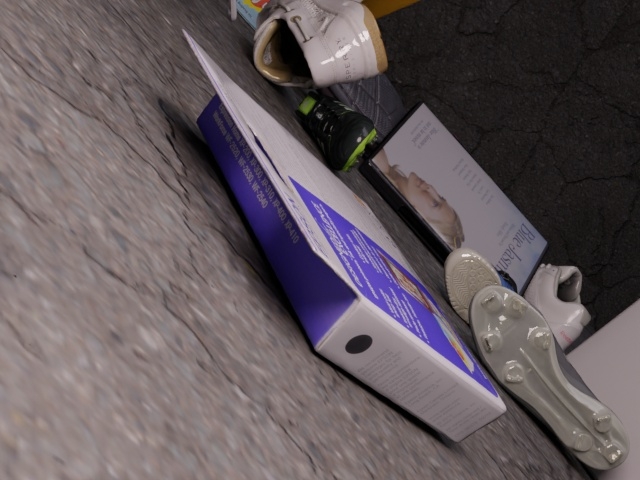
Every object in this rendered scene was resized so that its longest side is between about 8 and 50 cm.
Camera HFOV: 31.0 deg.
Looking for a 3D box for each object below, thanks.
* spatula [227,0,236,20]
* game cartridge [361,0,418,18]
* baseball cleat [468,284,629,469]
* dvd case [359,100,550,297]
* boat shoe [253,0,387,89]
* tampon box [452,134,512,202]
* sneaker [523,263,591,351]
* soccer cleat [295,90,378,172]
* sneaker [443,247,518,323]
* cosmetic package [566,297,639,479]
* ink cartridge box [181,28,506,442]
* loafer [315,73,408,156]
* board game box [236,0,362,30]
[{"bbox_3d":[-0.117,-0.386,1.297,0.168,0.019,0.242,-122,-155,-47],"label":"spatula"},{"bbox_3d":[-0.016,-0.439,1.687,0.323,0.285,0.053,42,45,-37],"label":"game cartridge"},{"bbox_3d":[0.200,0.129,1.070,0.206,0.072,0.109,54,-5,-2],"label":"baseball cleat"},{"bbox_3d":[0.169,-0.038,1.399,0.253,0.022,0.180,48,39,-6],"label":"dvd case"},{"bbox_3d":[-0.029,-0.207,1.200,0.277,0.096,0.098,30,-38,67],"label":"boat shoe"},{"bbox_3d":[0.236,-0.063,1.830,0.161,0.101,0.120,41,14,-45],"label":"tampon box"},{"bbox_3d":[0.280,0.065,1.484,0.090,0.115,0.232,43,11,-36],"label":"sneaker"},{"bbox_3d":[0.011,-0.113,1.153,0.072,0.060,0.179,37,6,-13],"label":"soccer cleat"},{"bbox_3d":[0.165,0.050,1.179,0.152,0.058,0.084,49,14,-29],"label":"sneaker"},{"bbox_3d":[0.421,0.123,1.144,0.155,0.365,0.197,38,17,-43],"label":"cosmetic package"},{"bbox_3d":[0.000,0.000,0.661,0.208,0.045,0.206,42,12,-45],"label":"ink cartridge box"},{"bbox_3d":[0.067,-0.139,1.469,0.302,0.095,0.109,38,44,-34],"label":"loafer"},{"bbox_3d":[0.010,-0.382,1.508,0.142,0.275,0.144,46,10,-20],"label":"board game box"}]
